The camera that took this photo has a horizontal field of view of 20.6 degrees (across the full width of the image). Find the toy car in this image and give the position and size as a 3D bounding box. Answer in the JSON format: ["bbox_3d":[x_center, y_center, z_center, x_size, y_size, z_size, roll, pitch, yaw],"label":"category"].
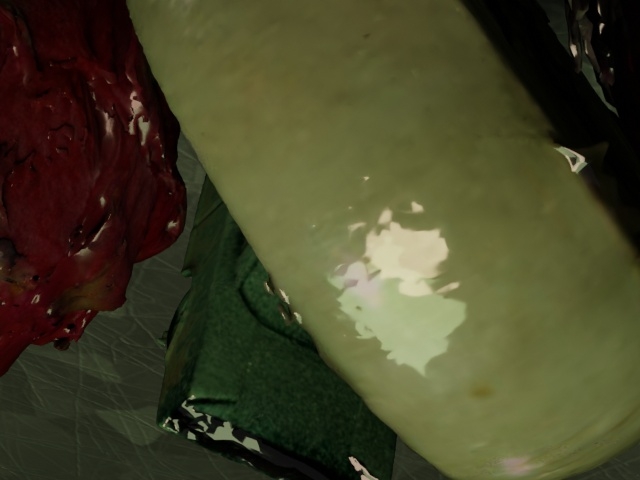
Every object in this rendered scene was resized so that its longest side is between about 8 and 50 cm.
[{"bbox_3d":[0.000,0.000,1.041,0.141,0.320,0.097,27,136,-20],"label":"toy car"}]

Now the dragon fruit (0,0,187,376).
[{"bbox_3d":[-0.229,-0.067,1.042,0.329,0.329,0.329,10,151,6],"label":"dragon fruit"}]

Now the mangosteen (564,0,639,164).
[{"bbox_3d":[0.268,-0.131,0.687,0.381,0.421,0.381,-5,113,-12],"label":"mangosteen"}]

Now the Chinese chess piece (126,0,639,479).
[{"bbox_3d":[0.056,-0.051,0.846,0.146,0.349,0.349,-35,134,13],"label":"Chinese chess piece"}]
